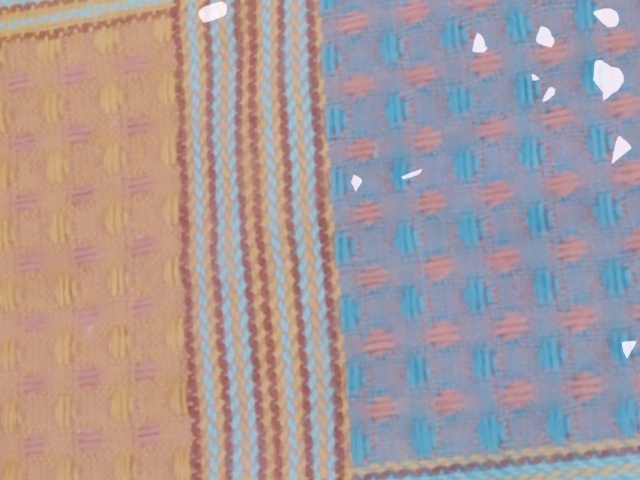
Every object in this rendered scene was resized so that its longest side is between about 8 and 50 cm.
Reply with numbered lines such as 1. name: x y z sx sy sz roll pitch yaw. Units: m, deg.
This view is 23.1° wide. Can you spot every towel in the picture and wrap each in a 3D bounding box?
1. towel: -0.049 -0.030 0.383 0.370 0.040 0.272 -9 79 16
